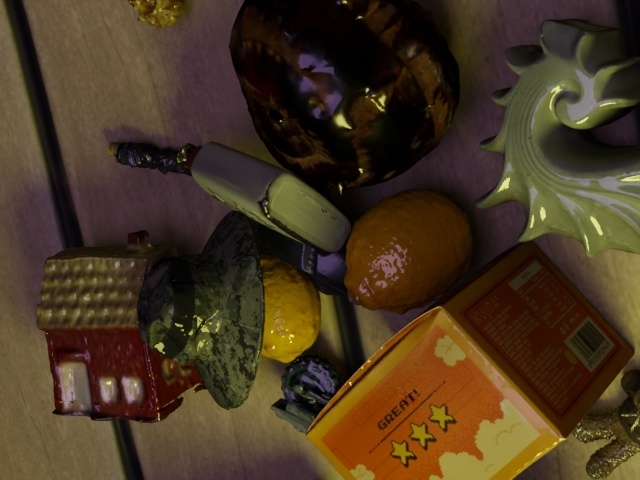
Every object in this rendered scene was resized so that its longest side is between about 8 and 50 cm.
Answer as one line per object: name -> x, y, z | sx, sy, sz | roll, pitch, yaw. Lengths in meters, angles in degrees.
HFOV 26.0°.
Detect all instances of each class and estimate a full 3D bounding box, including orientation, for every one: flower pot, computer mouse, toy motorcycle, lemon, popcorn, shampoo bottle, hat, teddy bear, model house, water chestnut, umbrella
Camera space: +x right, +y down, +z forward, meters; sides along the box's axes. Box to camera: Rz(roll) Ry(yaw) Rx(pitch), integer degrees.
flower pot -> 0.363, -0.091, 1.533 | 0.367, 0.164, 0.254 | 20, 108, 24
computer mouse -> 0.000, 0.000, 1.796 | 0.192, 0.062, 0.106 | 37, 87, 18
toy motorcycle -> 0.051, 0.273, 1.851 | 0.270, 0.106, 0.159 | 31, 112, 13
lemon -> -0.057, 0.087, 1.846 | 0.114, 0.114, 0.155 | -12, 88, 31
popcorn -> -0.220, -0.319, 1.833 | 0.057, 0.083, 0.082 | -50, 54, 32
shampoo bottle -> -0.099, -0.074, 1.774 | 0.284, 0.153, 0.071 | 29, 87, 47
hat -> -0.168, 0.088, 1.811 | 0.265, 0.128, 0.266 | -18, 70, 62
teddy bear -> 0.383, 0.220, 1.670 | 0.160, 0.078, 0.119 | -46, 47, 37
model house -> -0.282, 0.110, 1.953 | 0.196, 0.160, 0.254 | 0, 102, 30
water chestnut -> 0.038, -0.214, 1.645 | 0.300, 0.300, 0.300 | 9, 109, 26
umbrella -> -0.235, -0.115, 1.927 | 0.143, 0.040, 0.037 | 12, 119, 27
lemon -> 0.104, 0.015, 1.707 | 0.142, 0.187, 0.142 | 47, 164, 18

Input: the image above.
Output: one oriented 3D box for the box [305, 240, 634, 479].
box -> 0.179, 0.177, 1.642 | 0.214, 0.283, 0.259 | 50, 121, 8
